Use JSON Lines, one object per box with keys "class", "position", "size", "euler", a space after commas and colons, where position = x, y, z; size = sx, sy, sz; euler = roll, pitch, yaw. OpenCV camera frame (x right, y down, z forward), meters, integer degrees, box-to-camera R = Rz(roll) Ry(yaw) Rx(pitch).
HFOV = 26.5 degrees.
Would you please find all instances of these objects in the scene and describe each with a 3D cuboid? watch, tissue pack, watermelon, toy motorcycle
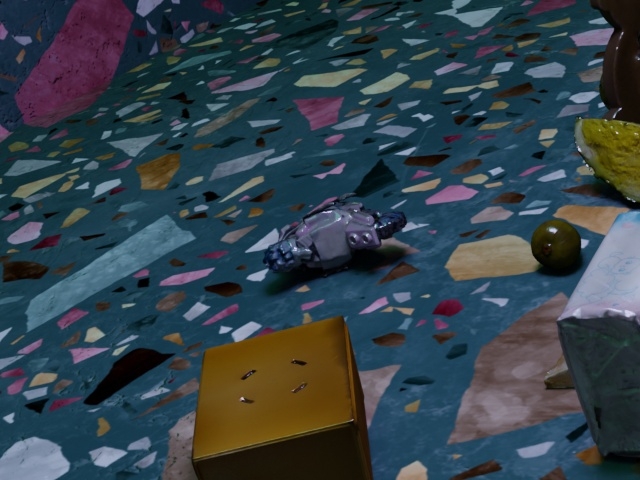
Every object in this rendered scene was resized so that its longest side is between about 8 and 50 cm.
{"class": "watch", "position": [0.617, -0.293, 2.144], "size": [0.314, 0.335, 0.327], "euler": [-25, 15, -19]}
{"class": "tissue pack", "position": [0.384, 0.101, 1.592], "size": [0.124, 0.201, 0.271], "euler": [-9, 24, 34]}
{"class": "tissue pack", "position": [-0.043, 0.229, 1.645], "size": [0.194, 0.145, 0.274], "euler": [-12, 21, 4]}
{"class": "watermelon", "position": [0.523, -0.127, 2.090], "size": [0.301, 0.129, 0.123], "euler": [15, 41, 42]}
{"class": "toy motorcycle", "position": [0.002, 0.006, 2.175], "size": [0.204, 0.108, 0.239], "euler": [-30, 2, -38]}

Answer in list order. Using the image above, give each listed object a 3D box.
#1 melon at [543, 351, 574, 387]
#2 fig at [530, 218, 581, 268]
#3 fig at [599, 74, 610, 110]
{"class": "melon", "position": [0.357, 0.129, 1.757], "size": [0.098, 0.054, 0.182], "euler": [-19, 18, 34]}
{"class": "fig", "position": [0.349, 0.004, 1.991], "size": [0.074, 0.074, 0.088], "euler": [0, 13, 33]}
{"class": "fig", "position": [0.578, -0.276, 2.405], "size": [0.156, 0.123, 0.123], "euler": [-18, 20, -34]}
